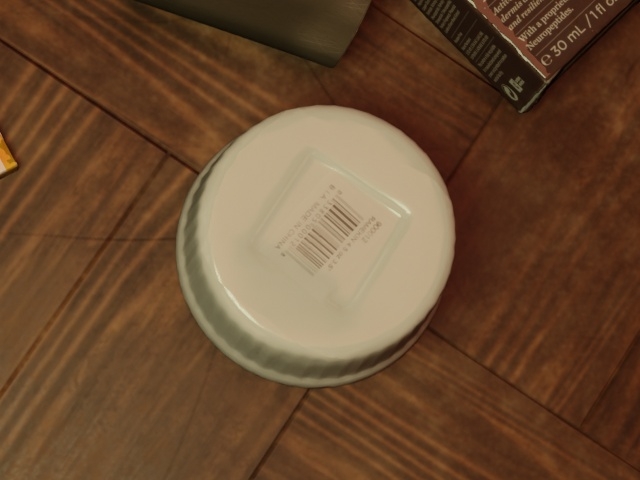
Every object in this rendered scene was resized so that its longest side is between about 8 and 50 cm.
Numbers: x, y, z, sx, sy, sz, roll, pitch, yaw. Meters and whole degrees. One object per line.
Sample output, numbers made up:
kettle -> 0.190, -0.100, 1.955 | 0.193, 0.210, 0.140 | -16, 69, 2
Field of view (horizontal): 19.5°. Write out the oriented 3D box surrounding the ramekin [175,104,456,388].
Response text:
ramekin -> 0.000, 0.000, 1.811 | 0.277, 0.135, 0.277 | 1, 80, -7

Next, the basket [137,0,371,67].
basket -> -0.062, -0.274, 1.840 | 0.227, 0.154, 0.204 | 26, 49, -7

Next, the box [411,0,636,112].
box -> 0.149, -0.337, 1.884 | 0.191, 0.143, 0.381 | -44, 86, -11

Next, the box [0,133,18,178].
box -> -0.376, -0.075, 1.834 | 0.136, 0.028, 0.081 | -28, 85, -8
